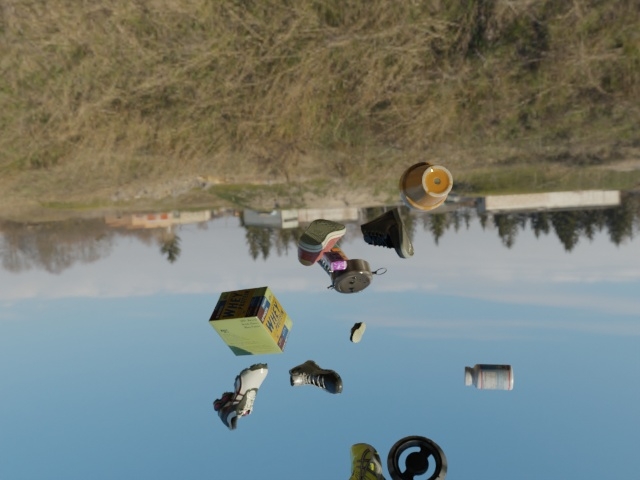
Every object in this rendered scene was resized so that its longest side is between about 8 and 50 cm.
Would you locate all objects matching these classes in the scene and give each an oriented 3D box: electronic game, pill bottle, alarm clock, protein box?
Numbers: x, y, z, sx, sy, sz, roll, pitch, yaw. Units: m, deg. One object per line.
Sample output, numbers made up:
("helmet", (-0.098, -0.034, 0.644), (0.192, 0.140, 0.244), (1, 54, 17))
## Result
("electronic game", (0.370, 0.856, 2.124), (0.229, 0.048, 0.229), (-4, -138, 4))
("pill bottle", (0.589, 0.478, 1.947), (0.160, 0.087, 0.087), (0, -176, 11))
("alarm clock", (0.116, 0.112, 1.730), (0.192, 0.064, 0.129), (-12, 145, -8))
("protein box", (-0.239, 0.283, 1.926), (0.200, 0.201, 0.136), (-9, -140, 25))

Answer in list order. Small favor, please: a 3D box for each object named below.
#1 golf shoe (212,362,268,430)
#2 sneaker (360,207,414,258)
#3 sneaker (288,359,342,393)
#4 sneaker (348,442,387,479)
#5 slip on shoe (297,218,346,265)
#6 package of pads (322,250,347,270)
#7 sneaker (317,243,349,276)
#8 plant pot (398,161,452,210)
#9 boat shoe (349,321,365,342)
("golf shoe", (-0.255, 0.534, 1.911), (0.105, 0.273, 0.120), (15, -149, -47))
("sneaker", (0.176, 0.000, 1.485), (0.118, 0.083, 0.222), (-24, -156, 11))
("sneaker", (-0.033, 0.483, 1.897), (0.132, 0.086, 0.229), (-8, -171, -33))
("sneaker", (0.172, 0.953, 2.238), (0.147, 0.145, 0.384), (5, -166, -15))
("slip on shoe", (0.000, 0.000, 2.001), (0.123, 0.101, 0.331), (21, -155, 13))
("package of pads", (0.042, 0.060, 1.669), (0.050, 0.032, 0.083), (-6, -156, -18))
("sneaker", (0.057, 0.086, 2.149), (0.302, 0.108, 0.121), (41, -174, 5))
("plant pot", (0.443, -0.227, 2.257), (0.205, 0.205, 0.188), (-4, 179, -9))
("boat shoe", (0.144, 0.374, 2.244), (0.042, 0.049, 0.133), (-10, -163, 26))
